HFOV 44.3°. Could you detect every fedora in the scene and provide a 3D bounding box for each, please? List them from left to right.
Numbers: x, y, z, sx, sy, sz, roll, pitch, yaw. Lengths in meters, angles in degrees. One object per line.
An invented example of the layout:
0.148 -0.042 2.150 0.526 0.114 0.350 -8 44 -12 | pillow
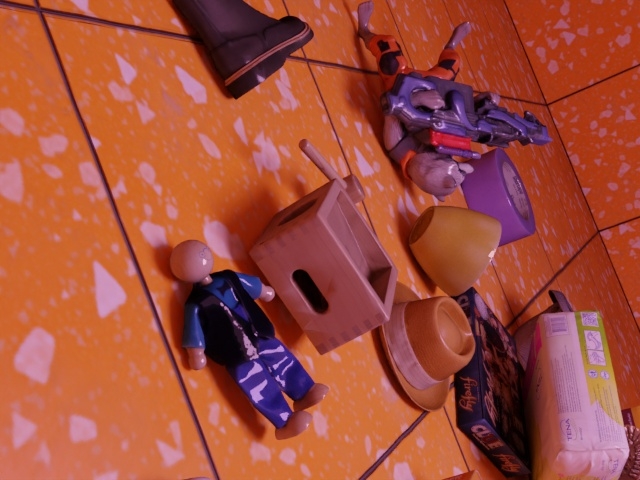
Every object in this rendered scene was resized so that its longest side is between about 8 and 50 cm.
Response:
0.147 0.126 1.017 0.194 0.079 0.194 43 35 -41 | fedora
0.432 0.221 1.422 0.243 0.124 0.275 58 16 -24 | fedora

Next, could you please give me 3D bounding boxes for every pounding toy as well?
-0.004 -0.010 0.837 0.181 0.094 0.206 56 19 -12 | pounding toy

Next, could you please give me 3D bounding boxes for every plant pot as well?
0.186 0.002 1.159 0.095 0.134 0.134 30 37 -12 | plant pot

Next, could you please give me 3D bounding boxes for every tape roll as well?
0.358 -0.086 1.583 0.189 0.080 0.189 42 35 -40 | tape roll

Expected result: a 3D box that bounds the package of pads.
0.360 0.276 1.154 0.296 0.101 0.229 81 10 -49 | package of pads

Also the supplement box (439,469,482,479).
0.118 0.326 0.811 0.233 0.078 0.080 -17 82 -64 | supplement box

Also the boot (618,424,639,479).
0.442 0.340 1.180 0.084 0.059 0.157 -78 174 -77 | boot

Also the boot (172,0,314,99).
-0.085 -0.260 0.900 0.137 0.077 0.198 53 28 -16 | boot

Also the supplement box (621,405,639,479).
0.493 0.389 1.334 0.194 0.191 0.129 37 40 -44 | supplement box

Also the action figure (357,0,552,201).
0.198 -0.211 1.284 0.341 0.178 0.330 14 59 -29 | action figure

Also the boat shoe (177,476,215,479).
-0.008 0.288 0.570 0.301 0.102 0.108 61 27 -13 | boat shoe

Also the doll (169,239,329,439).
-0.068 0.078 0.687 0.189 0.046 0.129 54 38 -13 | doll

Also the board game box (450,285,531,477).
0.259 0.213 1.200 0.165 0.042 0.243 48 32 -35 | board game box
